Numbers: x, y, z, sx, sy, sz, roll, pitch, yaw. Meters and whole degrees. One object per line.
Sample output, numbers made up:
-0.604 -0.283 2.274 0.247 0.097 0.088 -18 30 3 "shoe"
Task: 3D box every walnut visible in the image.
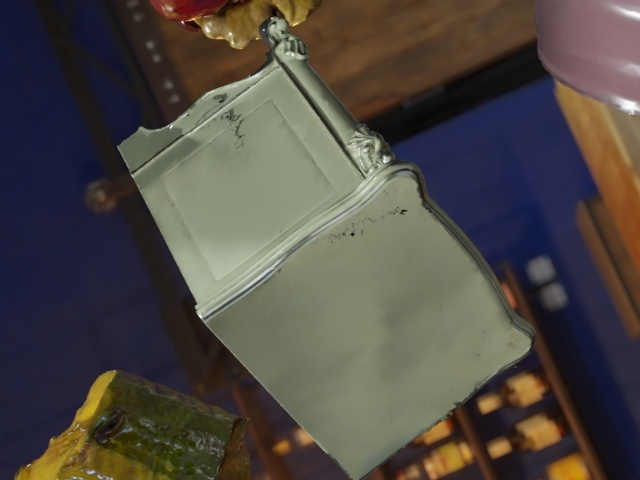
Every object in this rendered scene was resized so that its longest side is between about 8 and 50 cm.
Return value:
-0.108 -0.373 2.072 0.244 0.269 0.221 48 173 -10 "walnut"

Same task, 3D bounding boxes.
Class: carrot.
-0.223 0.322 2.162 0.340 0.242 0.241 24 -163 -14 "carrot"

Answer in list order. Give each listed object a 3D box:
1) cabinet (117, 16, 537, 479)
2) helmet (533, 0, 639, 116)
0.000 0.000 1.541 0.290 0.227 0.318 50 -176 -39 "cabinet"
0.296 -0.249 1.184 0.271 0.338 0.197 22 146 27 "helmet"
